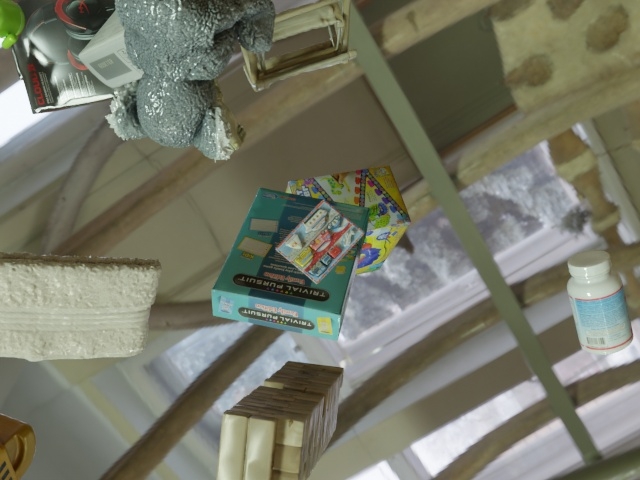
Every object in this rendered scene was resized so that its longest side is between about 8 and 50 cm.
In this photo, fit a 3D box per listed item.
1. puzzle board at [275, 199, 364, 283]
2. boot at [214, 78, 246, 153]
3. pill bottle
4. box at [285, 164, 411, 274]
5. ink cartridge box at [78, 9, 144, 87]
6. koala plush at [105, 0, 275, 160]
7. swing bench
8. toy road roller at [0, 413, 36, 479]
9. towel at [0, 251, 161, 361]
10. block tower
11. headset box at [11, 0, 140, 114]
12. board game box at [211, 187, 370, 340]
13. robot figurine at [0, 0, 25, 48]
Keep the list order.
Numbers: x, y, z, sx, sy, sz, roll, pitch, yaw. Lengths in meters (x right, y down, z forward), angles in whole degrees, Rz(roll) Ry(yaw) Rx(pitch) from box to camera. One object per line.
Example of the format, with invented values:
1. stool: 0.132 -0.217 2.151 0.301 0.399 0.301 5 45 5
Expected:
1. puzzle board: 0.000 0.000 1.305 0.096 0.128 0.011 40 161 12
2. boot: -0.244 -0.247 1.628 0.165 0.077 0.213 60 -148 -20
3. pill bottle: 0.459 0.101 1.250 0.087 0.087 0.160 -98 -10 -71
4. box: 0.043 -0.032 1.984 0.290 0.279 0.177 114 142 -61
5. ink cartridge box: -0.203 -0.436 1.251 0.308 0.385 0.091 -1 141 50
6. koala plush: -0.182 -0.219 0.968 0.196 0.221 0.203 16 -160 6
7. swing bench: -0.061 -0.481 1.770 0.254 0.253 0.165 78 169 -53
8. toy road roller: -0.763 0.549 1.727 0.240 0.202 0.329 -46 -41 -48
9. towel: -0.403 0.106 1.205 0.282 0.187 0.049 3 -148 -28
10. block tower: -0.039 0.232 0.973 0.335 0.091 0.097 -11 -71 -80
11. headset box: -0.465 -0.375 1.477 0.110 0.293 0.218 -54 -45 -71
12. board game box: -0.052 0.039 1.567 0.336 0.254 0.079 -71 -11 -48
13. robot figurine: -0.541 -0.374 1.263 0.115 0.067 0.101 -46 -61 -78
